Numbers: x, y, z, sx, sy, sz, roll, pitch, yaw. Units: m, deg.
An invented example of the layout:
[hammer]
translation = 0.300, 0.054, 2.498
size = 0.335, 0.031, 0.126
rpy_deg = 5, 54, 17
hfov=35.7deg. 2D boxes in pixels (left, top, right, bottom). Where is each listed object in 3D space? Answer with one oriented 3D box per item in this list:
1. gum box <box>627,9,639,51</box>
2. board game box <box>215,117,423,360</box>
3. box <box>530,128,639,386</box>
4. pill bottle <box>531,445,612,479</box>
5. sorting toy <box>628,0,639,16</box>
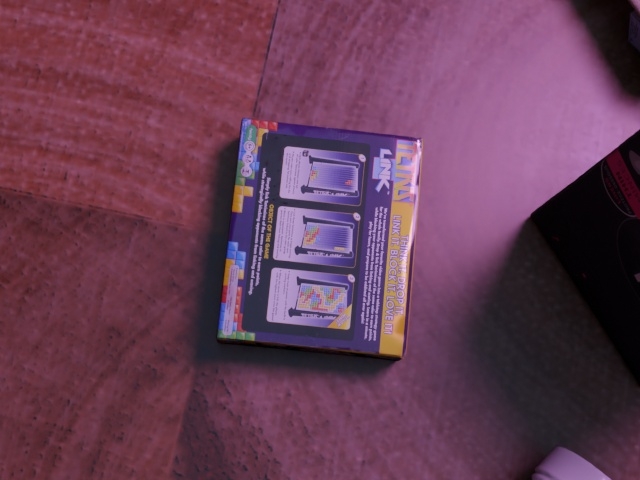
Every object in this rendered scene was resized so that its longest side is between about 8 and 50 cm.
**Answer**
[gum box]
translation = 0.360, -0.149, 0.764
size = 0.157, 0.041, 0.184
rpy_deg = -33, 63, -3
[board game box]
translation = 0.000, 0.000, 0.753
size = 0.141, 0.048, 0.170
rpy_deg = 7, 79, -3
[box]
translation = 0.270, -0.009, 0.653
size = 0.143, 0.270, 0.165
rpy_deg = -30, 82, -8
[pill bottle]
translation = 0.138, 0.237, 0.684
size = 0.108, 0.108, 0.180
rpy_deg = 42, 80, 5
[sorting toy]
translation = 0.305, -0.258, 0.745
size = 0.196, 0.047, 0.347
rpy_deg = -38, 72, 26
